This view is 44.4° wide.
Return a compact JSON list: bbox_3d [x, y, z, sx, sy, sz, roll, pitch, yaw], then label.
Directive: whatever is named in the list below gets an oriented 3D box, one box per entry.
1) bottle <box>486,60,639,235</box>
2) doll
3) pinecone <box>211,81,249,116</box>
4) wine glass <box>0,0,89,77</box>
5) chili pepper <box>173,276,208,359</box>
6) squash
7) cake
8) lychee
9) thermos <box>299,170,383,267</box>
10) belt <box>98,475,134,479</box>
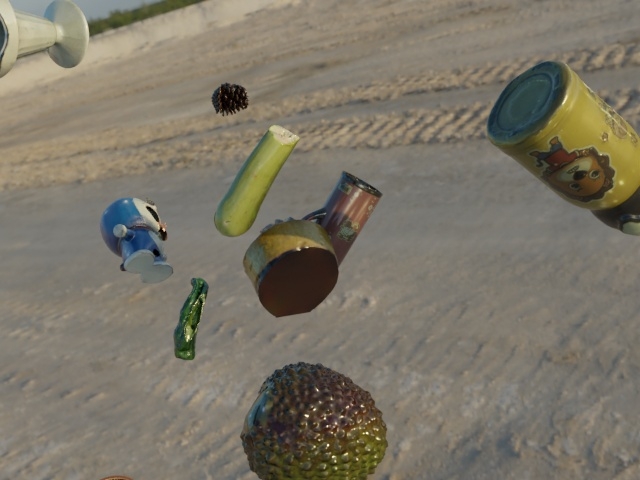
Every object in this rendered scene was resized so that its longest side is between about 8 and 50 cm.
[{"bbox_3d":[0.465,-0.141,1.344,0.171,0.351,0.171,-44,27,29],"label":"bottle"},{"bbox_3d":[-0.456,-0.007,1.961,0.161,0.215,0.257,-35,49,-5],"label":"doll"},{"bbox_3d":[-0.198,-0.308,1.717,0.083,0.077,0.077,4,16,-9],"label":"pinecone"},{"bbox_3d":[-0.530,-0.366,1.391,0.165,0.164,0.196,-5,7,33],"label":"wine glass"},{"bbox_3d":[-0.260,0.149,1.576,0.050,0.073,0.182,10,64,1],"label":"chili pepper"},{"bbox_3d":[-0.133,-0.114,1.552,0.250,0.083,0.083,-58,13,14],"label":"squash"},{"bbox_3d":[-0.077,0.036,1.671,0.207,0.185,0.178,-55,42,14],"label":"cake"},{"bbox_3d":[-0.005,0.224,0.913,0.171,0.171,0.171,-16,19,5],"label":"lychee"},{"bbox_3d":[0.007,0.005,1.807,0.110,0.330,0.136,36,11,29],"label":"thermos"},{"bbox_3d":[-0.472,0.640,1.683,0.105,0.184,0.261,127,157,-46],"label":"belt"}]
